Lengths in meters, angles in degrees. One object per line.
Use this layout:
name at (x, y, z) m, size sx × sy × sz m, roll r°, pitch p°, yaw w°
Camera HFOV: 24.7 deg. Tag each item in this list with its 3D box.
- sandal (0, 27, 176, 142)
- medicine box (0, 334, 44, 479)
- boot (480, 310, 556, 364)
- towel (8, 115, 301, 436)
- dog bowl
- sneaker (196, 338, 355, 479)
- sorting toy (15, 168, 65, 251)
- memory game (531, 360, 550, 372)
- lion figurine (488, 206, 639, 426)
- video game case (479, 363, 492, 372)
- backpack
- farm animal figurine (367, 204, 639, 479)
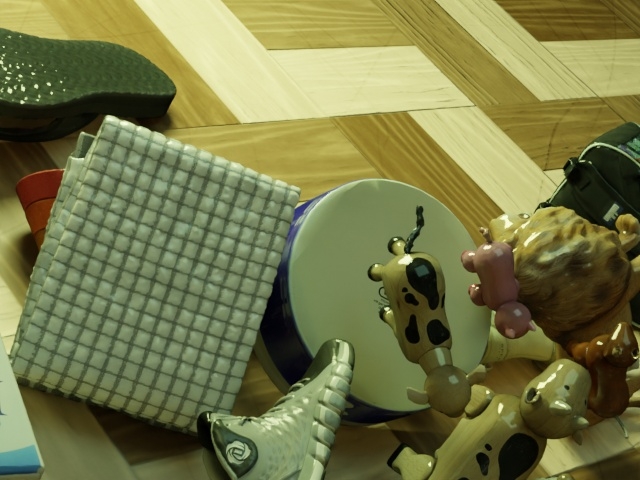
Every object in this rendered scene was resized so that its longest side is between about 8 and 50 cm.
sandal at (-0.350, -0.178, 1.805) m, size 0.167 × 0.107 × 0.446 m, roll 44°, pitch 24°, yaw 26°
medicine box at (-0.412, 0.141, 1.254) m, size 0.263 × 0.149 × 0.289 m, roll 3°, pitch 39°, yaw -33°
boot at (0.220, 0.072, 1.851) m, size 0.165 × 0.077 × 0.213 m, roll 5°, pitch 44°, yaw -30°
towel at (-0.175, 0.040, 1.492) m, size 0.235 × 0.121 × 0.283 m, roll 19°, pitch 74°, yaw -11°
dog bowl at (0.055, 0.069, 1.614) m, size 0.265 × 0.104 × 0.265 m, roll 8°, pitch 72°, yaw -28°
sneaker at (-0.048, 0.169, 1.415) m, size 0.132 × 0.086 × 0.228 m, roll 18°, pitch 46°, yaw -1°
sorting toy at (-0.391, -0.015, 1.561) m, size 0.365 × 0.127 × 0.126 m, roll 8°, pitch 67°, yaw -23°
memory game at (0.335, 0.141, 1.919) m, size 0.186 × 0.012 × 0.186 m, roll 19°, pitch 34°, yaw -14°
lion figurine at (0.317, 0.113, 1.715) m, size 0.240 × 0.392 × 0.142 m, roll -33°, pitch 34°, yaw -28°
video game case at (0.144, 0.136, 1.788) m, size 0.122 × 0.011 × 0.087 m, roll -6°, pitch 46°, yaw -41°
backpack at (0.453, -0.012, 2.025) m, size 0.191 × 0.225 × 0.253 m, roll -23°, pitch 61°, yaw -44°
farm animal figurine at (0.176, 0.169, 1.467) m, size 0.330 × 0.326 × 0.172 m, roll 20°, pitch 6°, yaw -19°
